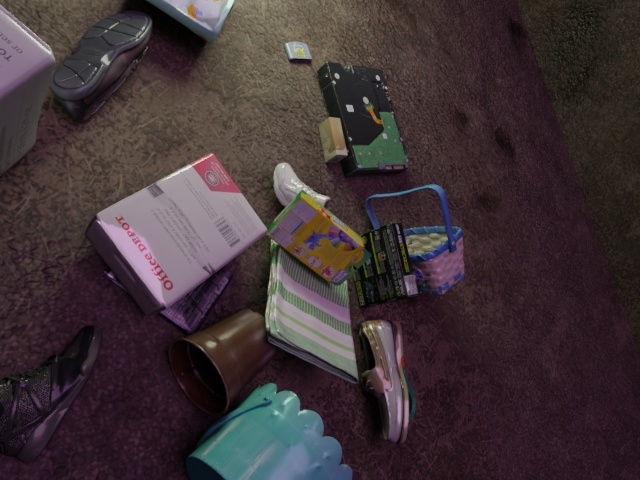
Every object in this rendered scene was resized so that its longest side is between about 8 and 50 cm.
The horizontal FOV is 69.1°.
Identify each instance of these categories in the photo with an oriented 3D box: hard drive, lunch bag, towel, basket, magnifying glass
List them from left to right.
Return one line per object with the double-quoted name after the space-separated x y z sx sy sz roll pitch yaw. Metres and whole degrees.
-0.315 -0.606 1.098 0.223 0.160 0.263 28 54 -27 "lunch bag"
-0.017 0.139 1.059 0.247 0.038 0.325 33 30 -25 "towel"
0.133 -0.364 1.409 0.236 0.064 0.339 -10 81 -38 "hard drive"
0.212 0.369 1.252 0.092 0.026 0.231 11 71 -33 "magnifying glass"
0.258 -0.001 1.260 0.201 0.254 0.289 -26 102 -37 "basket"

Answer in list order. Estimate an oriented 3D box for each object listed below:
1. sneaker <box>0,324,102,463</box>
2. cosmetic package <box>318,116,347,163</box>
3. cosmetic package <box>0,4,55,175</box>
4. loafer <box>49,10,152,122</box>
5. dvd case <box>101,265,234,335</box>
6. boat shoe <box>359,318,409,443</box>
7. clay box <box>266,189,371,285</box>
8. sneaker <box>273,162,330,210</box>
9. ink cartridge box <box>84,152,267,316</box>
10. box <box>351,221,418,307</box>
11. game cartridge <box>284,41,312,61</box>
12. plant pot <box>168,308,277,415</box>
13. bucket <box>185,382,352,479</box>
-0.460 0.226 0.757 0.130 0.087 0.228 40 60 -27 "sneaker"
0.034 -0.282 1.311 0.041 0.060 0.115 -3 75 -37 "cosmetic package"
-0.640 -0.173 0.601 0.327 0.329 0.394 42 56 -19 "cosmetic package"
-0.451 -0.372 0.978 0.108 0.095 0.303 19 55 3 "loafer"
-0.307 0.072 0.966 0.221 0.018 0.165 42 54 -19 "dvd case"
0.152 0.347 1.165 0.103 0.113 0.303 5 59 -11 "boat shoe"
0.000 0.000 1.087 0.222 0.127 0.053 38 22 -19 "clay box"
-0.031 -0.099 1.151 0.232 0.115 0.090 64 28 3 "sneaker"
-0.280 -0.017 0.928 0.283 0.117 0.207 -41 100 -40 "ink cartridge box"
0.154 0.068 1.204 0.045 0.184 0.191 -4 77 -35 "box"
-0.065 -0.552 1.355 0.083 0.017 0.056 -16 81 -39 "game cartridge"
-0.183 0.226 0.924 0.165 0.167 0.167 -32 95 -46 "plant pot"
-0.099 0.427 0.846 0.183 0.281 0.281 -32 95 -40 "bucket"
